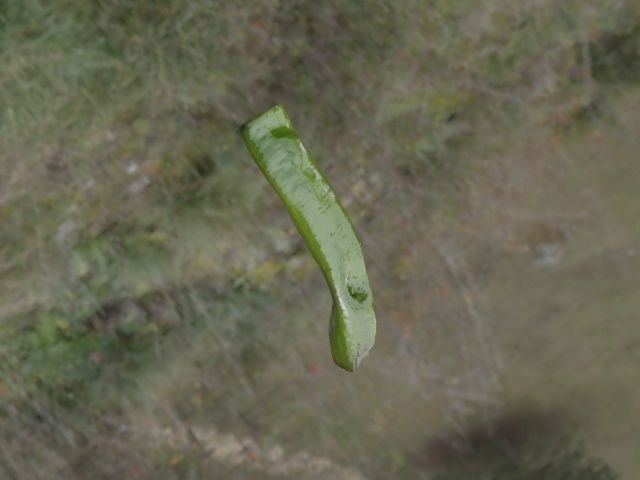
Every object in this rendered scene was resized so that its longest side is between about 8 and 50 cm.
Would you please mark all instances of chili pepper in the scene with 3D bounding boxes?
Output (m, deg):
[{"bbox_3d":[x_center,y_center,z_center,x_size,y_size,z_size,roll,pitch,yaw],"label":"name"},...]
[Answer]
[{"bbox_3d":[0.000,0.000,1.049,0.050,0.052,0.202,-23,107,-1],"label":"chili pepper"}]
